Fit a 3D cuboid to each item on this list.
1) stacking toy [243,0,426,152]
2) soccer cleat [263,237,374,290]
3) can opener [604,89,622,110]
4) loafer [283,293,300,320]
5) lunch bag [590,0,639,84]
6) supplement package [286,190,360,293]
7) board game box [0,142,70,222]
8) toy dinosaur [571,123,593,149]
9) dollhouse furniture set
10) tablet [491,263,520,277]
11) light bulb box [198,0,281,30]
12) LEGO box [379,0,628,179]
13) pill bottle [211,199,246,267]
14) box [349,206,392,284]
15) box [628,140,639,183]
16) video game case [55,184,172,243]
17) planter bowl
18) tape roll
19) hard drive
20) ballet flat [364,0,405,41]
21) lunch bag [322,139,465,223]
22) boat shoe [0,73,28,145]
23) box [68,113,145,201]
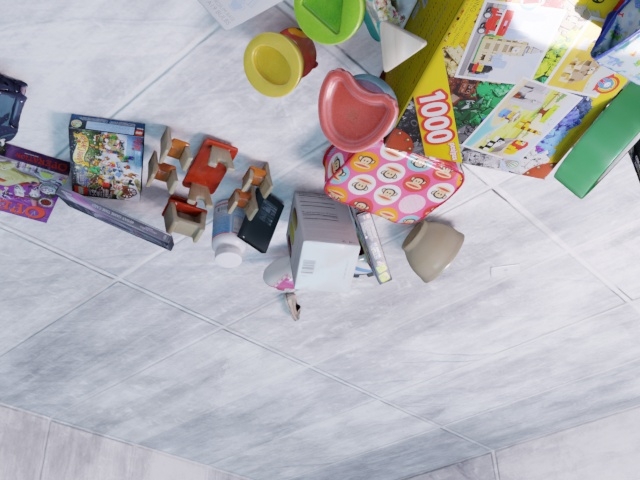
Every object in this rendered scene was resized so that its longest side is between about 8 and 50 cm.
[{"bbox_3d":[0.046,-0.339,1.414,0.309,0.130,0.279,40,123,5],"label":"stacking toy"},{"bbox_3d":[0.001,0.039,2.049,0.332,0.116,0.143,-10,132,3],"label":"soccer cleat"},{"bbox_3d":[0.567,-0.283,1.666,0.186,0.059,0.073,-28,144,17],"label":"can opener"},{"bbox_3d":[-0.077,0.203,2.316,0.039,0.045,0.125,-15,140,6],"label":"loafer"},{"bbox_3d":[0.530,-0.328,1.234,0.129,0.096,0.151,18,129,-27],"label":"lunch bag"},{"bbox_3d":[0.000,0.000,1.839,0.134,0.244,0.139,6,120,-11],"label":"supplement package"},{"bbox_3d":[-0.779,-0.157,1.773,0.347,0.056,0.208,17,144,-24],"label":"board game box"},{"bbox_3d":[0.586,-0.236,1.749,0.183,0.053,0.092,-13,128,2],"label":"toy dinosaur"},{"bbox_3d":[-0.281,-0.132,1.798,0.262,0.135,0.259,18,128,-26],"label":"dollhouse furniture set"},{"bbox_3d":[0.536,0.089,2.220,0.083,0.006,0.054,-8,144,7],"label":"tablet"},{"bbox_3d":[-0.092,-0.559,1.097,0.361,0.225,0.358,-21,140,26],"label":"light bulb box"},{"bbox_3d":[0.368,-0.367,1.417,0.373,0.193,0.500,9,143,-15],"label":"LEGO box"},{"bbox_3d":[-0.226,-0.016,1.901,0.087,0.160,0.087,-1,144,-1],"label":"pill bottle"},{"bbox_3d":[0.122,-0.004,1.910,0.036,0.114,0.206,-21,117,-2],"label":"box"},{"bbox_3d":[0.785,-0.179,1.712,0.148,0.180,0.077,-10,144,10],"label":"box"},{"bbox_3d":[-0.479,-0.048,1.813,0.274,0.026,0.196,25,170,-6],"label":"video game case"},{"bbox_3d":[0.281,0.015,1.997,0.109,0.162,0.162,38,134,-6],"label":"planter bowl"},{"bbox_3d":[0.610,-0.228,1.551,0.077,0.321,0.321,42,144,14],"label":"tape roll"},{"bbox_3d":[-0.146,-0.048,1.886,0.022,0.135,0.094,2,154,43],"label":"hard drive"},{"bbox_3d":[0.093,-0.463,1.383,0.077,0.091,0.241,-39,144,-2],"label":"ballet flat"},{"bbox_3d":[0.175,-0.169,1.745,0.293,0.120,0.258,20,138,-27],"label":"lunch bag"},{"bbox_3d":[-0.725,-0.212,1.594,0.158,0.127,0.340,16,128,-29],"label":"boat shoe"},{"bbox_3d":[-0.487,-0.183,1.752,0.159,0.044,0.233,6,144,-11],"label":"box"}]
